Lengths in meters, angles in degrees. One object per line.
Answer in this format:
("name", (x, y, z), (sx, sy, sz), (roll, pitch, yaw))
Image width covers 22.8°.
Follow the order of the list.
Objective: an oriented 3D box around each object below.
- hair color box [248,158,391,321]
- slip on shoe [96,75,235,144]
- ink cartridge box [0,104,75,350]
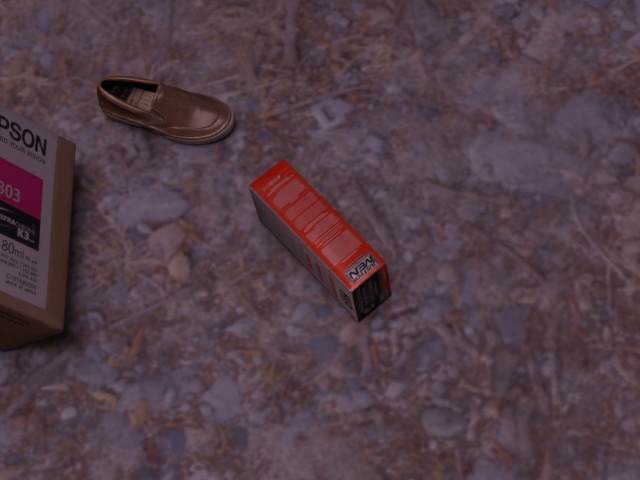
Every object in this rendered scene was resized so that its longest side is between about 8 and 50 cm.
("hair color box", (0.000, 0.000, 1.403), (0.043, 0.072, 0.141), (-39, 67, -11))
("slip on shoe", (-0.148, -0.128, 1.500), (0.135, 0.041, 0.051), (17, 68, 15))
("ink cartridge box", (-0.324, -0.033, 1.367), (0.088, 0.234, 0.193), (-18, 60, 34))
